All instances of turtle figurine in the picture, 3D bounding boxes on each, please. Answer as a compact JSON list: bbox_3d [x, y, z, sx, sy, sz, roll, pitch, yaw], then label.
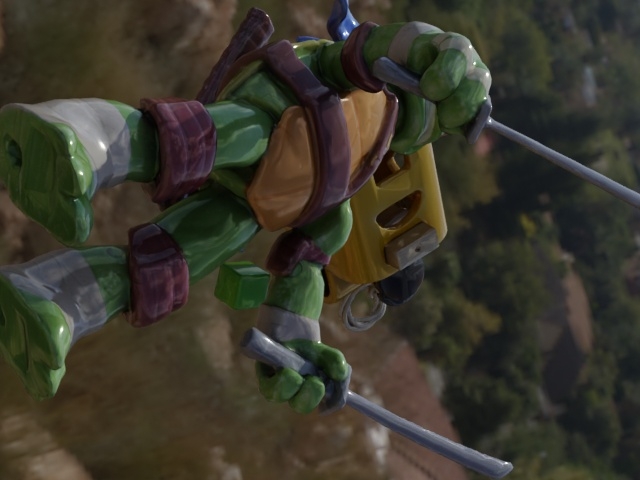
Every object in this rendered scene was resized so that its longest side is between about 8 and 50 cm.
[{"bbox_3d":[0.000,0.000,0.673,0.266,0.198,0.274,-17,81,-35],"label":"turtle figurine"}]

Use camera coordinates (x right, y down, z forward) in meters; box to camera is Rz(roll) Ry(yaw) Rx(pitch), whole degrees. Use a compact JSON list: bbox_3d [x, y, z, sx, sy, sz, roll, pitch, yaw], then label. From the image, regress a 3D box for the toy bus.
[{"bbox_3d":[0.034,-0.018,1.012,0.202,0.191,0.104,17,10,-42],"label":"toy bus"}]
